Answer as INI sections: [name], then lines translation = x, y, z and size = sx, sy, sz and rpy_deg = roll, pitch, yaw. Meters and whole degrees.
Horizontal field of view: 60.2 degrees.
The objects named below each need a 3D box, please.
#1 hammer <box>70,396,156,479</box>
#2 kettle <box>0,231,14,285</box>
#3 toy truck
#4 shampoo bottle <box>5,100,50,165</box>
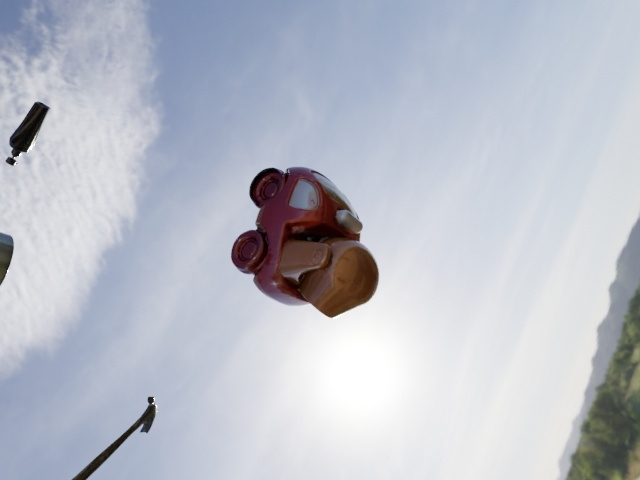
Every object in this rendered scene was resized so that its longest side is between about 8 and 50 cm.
[hammer]
translation = -0.504, 0.500, 1.318
size = 0.297, 0.027, 0.125
rpy_deg = -43, -28, -47
[kettle]
translation = -0.820, 0.024, 1.167
size = 0.236, 0.221, 0.161
rpy_deg = 27, -109, -45
[toy truck]
translation = 0.000, 0.000, 0.936
size = 0.189, 0.239, 0.264
rpy_deg = 35, -119, -48
[shampoo bottle]
translation = -0.574, -0.207, 1.078
size = 0.137, 0.027, 0.048
rpy_deg = -54, -25, 10
